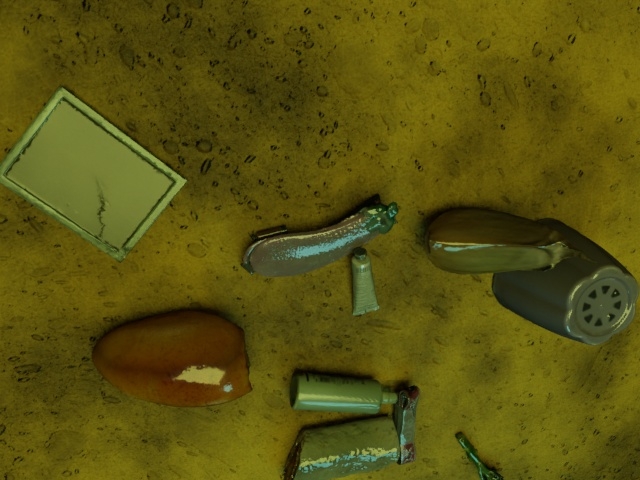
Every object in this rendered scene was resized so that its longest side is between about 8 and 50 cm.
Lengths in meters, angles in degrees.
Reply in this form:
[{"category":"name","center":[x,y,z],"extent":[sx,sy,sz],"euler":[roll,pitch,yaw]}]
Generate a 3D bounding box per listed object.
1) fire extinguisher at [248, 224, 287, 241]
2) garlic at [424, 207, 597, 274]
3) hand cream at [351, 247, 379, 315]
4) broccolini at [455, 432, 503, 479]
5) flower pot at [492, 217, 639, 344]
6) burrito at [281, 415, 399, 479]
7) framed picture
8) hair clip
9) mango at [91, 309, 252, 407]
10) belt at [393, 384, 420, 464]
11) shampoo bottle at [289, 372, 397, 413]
[{"category":"fire extinguisher","center":[-0.115,-0.016,1.192],"extent":[0.083,0.022,0.028],"euler":[-13,71,-6]},{"category":"garlic","center":[0.398,0.021,1.183],"extent":[0.339,0.196,0.151],"euler":[8,104,18]},{"category":"hand cream","center":[0.097,0.097,1.247],"extent":[0.067,0.042,0.194],"euler":[-17,131,-11]},{"category":"broccolini","center":[0.438,0.601,1.489],"extent":[0.058,0.067,0.216],"euler":[-33,102,-3]},{"category":"flower pot","center":[0.569,0.101,1.254],"extent":[0.265,0.243,0.264],"euler":[-3,105,-10]},{"category":"burrito","center":[0.046,0.530,1.356],"extent":[0.300,0.105,0.143],"euler":[-8,113,-10]},{"category":"framed picture","center":[-0.455,-0.124,1.090],"extent":[0.293,0.018,0.231],"euler":[39,96,-20]},{"category":"hair clip","center":[0.001,0.002,1.196],"extent":[0.359,0.110,0.095],"euler":[-26,77,0]},{"category":"mango","center":[-0.315,0.246,1.159],"extent":[0.351,0.199,0.201],"euler":[4,78,0]},{"category":"belt","center":[0.214,0.468,1.391],"extent":[0.053,0.071,0.231],"euler":[-6,112,-17]},{"category":"shampoo bottle","center":[0.061,0.372,1.317],"extent":[0.263,0.085,0.085],"euler":[8,105,-14]}]
